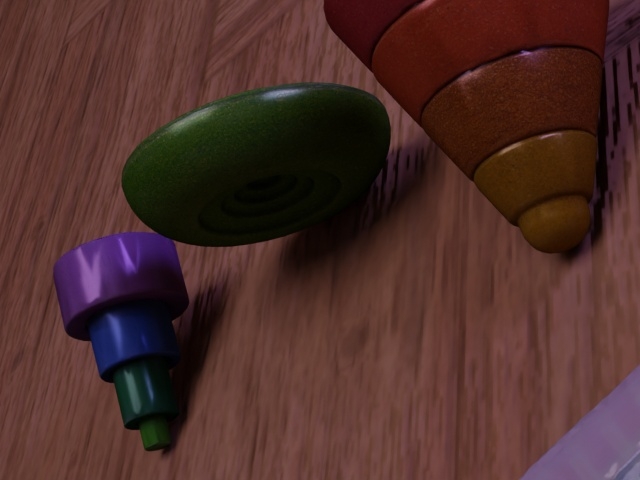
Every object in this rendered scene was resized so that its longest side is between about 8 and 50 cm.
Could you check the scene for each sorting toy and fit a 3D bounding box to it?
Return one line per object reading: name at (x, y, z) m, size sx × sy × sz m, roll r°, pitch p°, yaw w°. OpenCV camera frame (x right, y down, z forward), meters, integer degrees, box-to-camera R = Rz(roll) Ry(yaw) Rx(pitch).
sorting toy at (0.000, 0.000, 0.688) m, size 0.365 × 0.127 × 0.126 m, roll -36°, pitch 62°, yaw 42°

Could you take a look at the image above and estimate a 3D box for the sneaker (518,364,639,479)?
sneaker at (0.152, 0.035, 0.355) m, size 0.302 × 0.108 × 0.121 m, roll -56°, pitch 30°, yaw 15°
